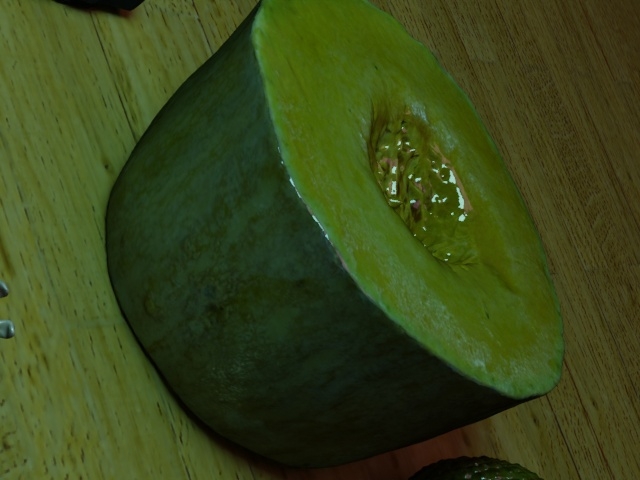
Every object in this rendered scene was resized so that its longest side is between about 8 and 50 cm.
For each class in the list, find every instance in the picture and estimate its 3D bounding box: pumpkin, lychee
[{"bbox_3d":[0.000,0.000,0.966,0.332,0.199,0.332,43,30,-33],"label":"pumpkin"},{"bbox_3d":[0.124,0.218,1.025,0.146,0.114,0.114,27,43,-14],"label":"lychee"}]

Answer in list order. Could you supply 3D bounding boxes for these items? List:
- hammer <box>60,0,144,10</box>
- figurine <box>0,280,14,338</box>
[{"bbox_3d":[-0.225,-0.339,1.043,0.111,0.043,0.365,2,62,-51],"label":"hammer"},{"bbox_3d":[-0.211,0.045,0.731,0.098,0.081,0.146,27,30,15],"label":"figurine"}]
